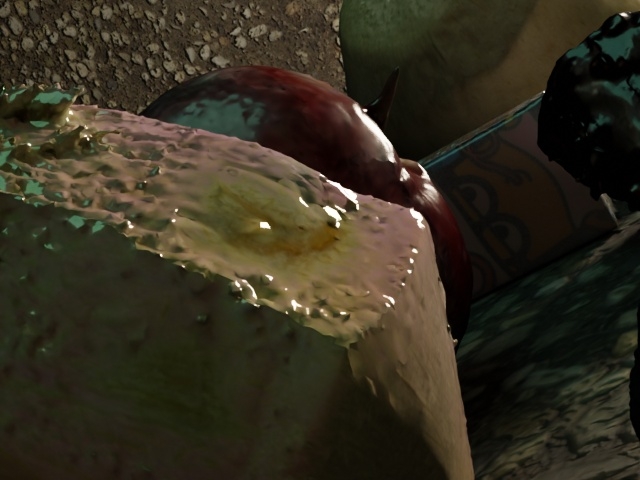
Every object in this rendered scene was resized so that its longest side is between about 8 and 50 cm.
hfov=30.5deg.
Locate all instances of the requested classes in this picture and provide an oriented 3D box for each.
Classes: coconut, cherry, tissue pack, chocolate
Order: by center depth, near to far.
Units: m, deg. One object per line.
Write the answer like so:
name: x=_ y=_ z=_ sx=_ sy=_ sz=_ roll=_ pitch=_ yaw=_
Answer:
coconut: x=-0.059 y=0.068 z=0.444 sx=0.233 sy=0.245 sz=0.233 roll=20 pitch=-90 yaw=-78
cherry: x=-0.038 y=0.034 z=0.665 sx=0.300 sy=0.230 sz=0.203 roll=-47 pitch=49 yaw=2
chocolate: x=0.222 y=-0.058 z=0.750 sx=0.156 sy=0.156 sz=0.133 roll=-28 pitch=35 yaw=21
tissue pack: x=0.134 y=-0.030 z=0.897 sx=0.155 sy=0.115 sz=0.065 roll=-28 pitch=8 yaw=20
coconut: x=0.188 y=-0.169 z=1.098 sx=0.329 sy=0.329 sz=0.329 roll=-30 pitch=5 yaw=3

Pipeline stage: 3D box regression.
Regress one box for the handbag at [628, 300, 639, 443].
handbag: x=0.185 y=0.028 z=0.234 sx=0.244 sy=0.088 sz=0.275 roll=-26 pitch=3 yaw=17
